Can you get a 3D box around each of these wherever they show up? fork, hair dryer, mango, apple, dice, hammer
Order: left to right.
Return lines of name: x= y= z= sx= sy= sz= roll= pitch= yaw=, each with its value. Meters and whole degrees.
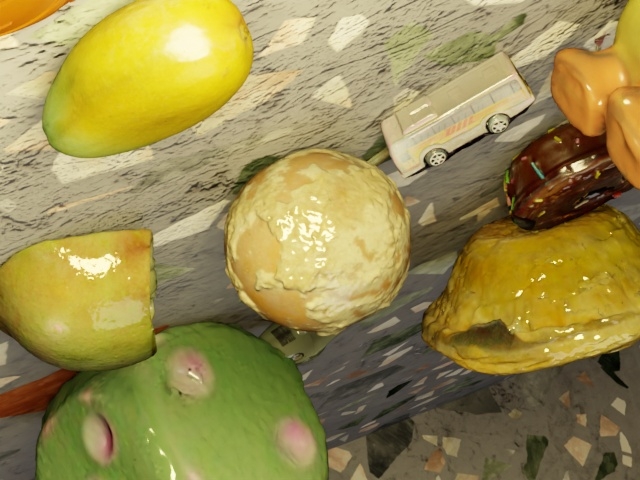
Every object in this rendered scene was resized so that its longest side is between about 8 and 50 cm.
apple: x=-0.269 y=0.086 z=1.315 sx=0.193 sy=0.120 sz=0.265 roll=-9 pitch=157 yaw=-13
mango: x=-0.136 y=-0.124 z=0.911 sx=0.194 sy=0.092 sz=0.130 roll=-28 pitch=165 yaw=23
dice: x=-0.207 y=0.323 z=1.737 sx=0.318 sy=0.330 sz=0.322 roll=-12 pitch=159 yaw=-48
hair dryer: x=0.013 y=0.103 z=1.857 sx=0.219 sy=0.088 sz=0.225 roll=-16 pitch=147 yaw=-48
hammer: x=0.099 y=-0.121 z=1.376 sx=0.182 sy=0.017 sz=0.062 roll=-38 pitch=159 yaw=31
fork: x=0.329 y=-0.224 z=1.402 sx=0.016 sy=0.012 sz=0.115 roll=-22 pitch=168 yaw=2

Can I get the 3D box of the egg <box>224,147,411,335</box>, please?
egg: x=0.000 y=0.000 z=1.293 sx=0.203 sy=0.203 sz=0.245 roll=-33 pitch=168 yaw=24

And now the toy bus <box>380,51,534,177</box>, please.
toy bus: x=0.148 y=-0.138 z=1.310 sx=0.172 sy=0.057 sz=0.072 roll=-29 pitch=135 yaw=13

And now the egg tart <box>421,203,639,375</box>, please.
egg tart: x=0.357 y=0.051 z=1.824 sx=0.443 sy=0.178 sz=0.443 roll=-16 pitch=-168 yaw=4

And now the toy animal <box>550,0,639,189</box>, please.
toy animal: x=0.429 y=-0.215 z=1.267 sx=0.338 sy=0.216 sz=0.191 roll=-25 pitch=136 yaw=-11

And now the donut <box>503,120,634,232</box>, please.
donut: x=0.356 y=-0.098 z=1.664 sx=0.216 sy=0.096 sz=0.230 roll=-31 pitch=162 yaw=27

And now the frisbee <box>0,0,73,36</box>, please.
frisbee: x=-0.212 y=-0.175 z=0.751 sx=0.192 sy=0.035 sz=0.192 roll=-24 pitch=164 yaw=-7
